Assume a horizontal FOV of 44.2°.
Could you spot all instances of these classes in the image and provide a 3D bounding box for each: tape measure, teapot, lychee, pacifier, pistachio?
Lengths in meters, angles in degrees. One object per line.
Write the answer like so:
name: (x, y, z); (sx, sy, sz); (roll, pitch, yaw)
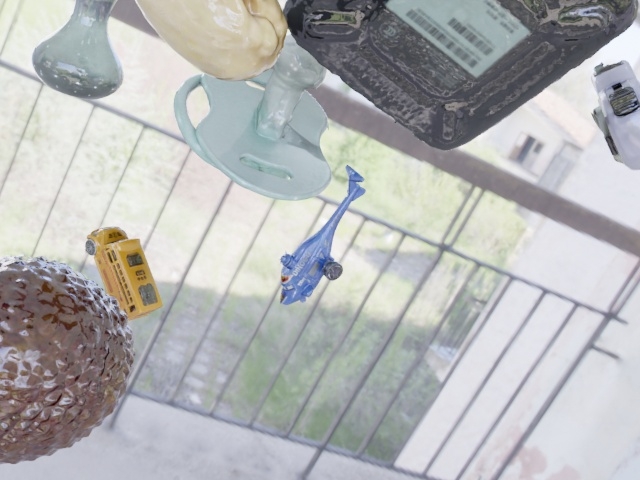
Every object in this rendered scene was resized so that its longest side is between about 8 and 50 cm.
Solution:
tape measure: (0.577, -0.221, 1.483); (0.196, 0.105, 0.178); (57, 23, -25)
teapot: (-0.469, -0.418, 1.581); (0.183, 0.250, 0.183); (18, 16, -5)
lychee: (-0.355, 0.142, 0.945); (0.261, 0.260, 0.260); (26, 16, -8)
pacifier: (-0.086, -0.232, 1.312); (0.288, 0.269, 0.343); (14, 41, -21)
pistachio: (-0.128, -0.246, 0.817); (0.200, 0.117, 0.145); (39, -28, -4)

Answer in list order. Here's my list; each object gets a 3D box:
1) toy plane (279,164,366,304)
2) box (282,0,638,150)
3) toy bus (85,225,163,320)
toy plane: (0.000, 0.000, 0.843); (0.062, 0.167, 0.054); (25, 12, -39)
box: (0.168, -0.301, 1.006); (0.359, 0.350, 0.091); (32, 43, -24)
toy bus: (-0.322, 0.049, 1.299); (0.069, 0.074, 0.162); (-16, 83, -52)
